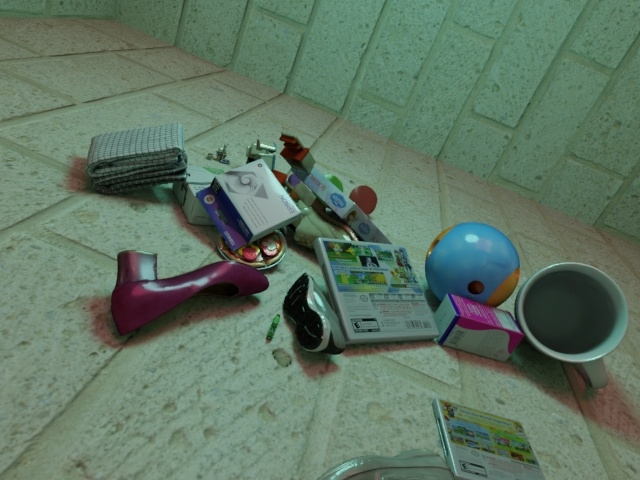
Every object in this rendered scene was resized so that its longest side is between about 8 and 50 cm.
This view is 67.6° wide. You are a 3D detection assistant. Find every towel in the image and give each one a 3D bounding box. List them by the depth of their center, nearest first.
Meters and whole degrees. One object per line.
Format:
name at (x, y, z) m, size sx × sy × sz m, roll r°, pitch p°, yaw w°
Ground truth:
towel at (-0.544, -0.251, 1.447) m, size 0.284 × 0.121 × 0.235 m, roll -12°, pitch 35°, yaw -11°

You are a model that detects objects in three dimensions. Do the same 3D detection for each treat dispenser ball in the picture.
treat dispenser ball at (0.476, 0.086, 1.511) m, size 0.288 × 0.288 × 0.288 m, roll 18°, pitch 27°, yaw -10°

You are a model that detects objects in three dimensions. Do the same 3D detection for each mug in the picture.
mug at (0.751, 0.262, 1.445) m, size 0.374 × 0.276 × 0.328 m, roll 68°, pitch 12°, yaw 15°

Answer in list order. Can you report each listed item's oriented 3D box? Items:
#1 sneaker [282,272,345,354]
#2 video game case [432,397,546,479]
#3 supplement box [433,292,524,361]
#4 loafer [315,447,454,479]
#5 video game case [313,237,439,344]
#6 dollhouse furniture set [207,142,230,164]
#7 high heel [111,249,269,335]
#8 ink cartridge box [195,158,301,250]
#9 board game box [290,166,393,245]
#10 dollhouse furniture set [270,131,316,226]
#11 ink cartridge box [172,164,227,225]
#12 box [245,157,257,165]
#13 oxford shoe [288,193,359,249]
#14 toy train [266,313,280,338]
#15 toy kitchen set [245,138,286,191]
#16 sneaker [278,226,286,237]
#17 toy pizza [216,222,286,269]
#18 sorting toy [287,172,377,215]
sneaker at (-0.015, 0.183, 1.181) m, size 0.108 × 0.100 × 0.271 m, roll 31°, pitch 19°, yaw -32°
video game case at (0.366, 0.453, 1.039) m, size 0.227 × 0.026 × 0.206 m, roll 18°, pitch 27°, yaw -8°
supplement box at (0.449, 0.252, 1.380) m, size 0.220 × 0.111 × 0.114 m, roll 18°, pitch 26°, yaw -11°
loafer at (0.111, 0.425, 0.793) m, size 0.320 × 0.112 × 0.111 m, roll 4°, pitch 24°, yaw -34°
video game case at (0.156, 0.135, 1.318) m, size 0.329 × 0.036 × 0.299 m, roll 5°, pitch 54°, yaw -35°
dollhouse furniture set at (-0.399, -0.369, 1.893) m, size 0.091 × 0.081 × 0.114 m, roll 10°, pitch 29°, yaw -25°
high heel at (-0.275, 0.137, 1.077) m, size 0.377 × 0.127 × 0.181 m, roll 9°, pitch 58°, yaw -34°
ink cartridge box at (-0.206, -0.109, 1.364) m, size 0.224 × 0.045 × 0.223 m, roll -29°, pitch 72°, yaw -25°
board game box at (0.076, -0.114, 1.651) m, size 0.318 × 0.066 × 0.319 m, roll 47°, pitch 5°, yaw 40°
dollhouse furniture set at (-0.140, -0.201, 1.527) m, size 0.262 × 0.259 × 0.135 m, roll 24°, pitch -15°, yaw 38°
ink cartridge box at (-0.353, -0.142, 1.496) m, size 0.160 × 0.092 × 0.219 m, roll 2°, pitch 33°, yaw -34°
box at (-0.264, -0.293, 1.893) m, size 0.062 × 0.052 × 0.083 m, roll 15°, pitch 29°, yaw -16°
oxford shoe at (0.000, 0.000, 1.515) m, size 0.147 × 0.140 × 0.397 m, roll -24°, pitch 48°, yaw -25°
toy train at (-0.110, 0.202, 1.129) m, size 0.017 × 0.023 × 0.083 m, roll 22°, pitch 27°, yaw -2°
toy kitchen set at (-0.207, -0.258, 1.796) m, size 0.122 × 0.207 × 0.166 m, roll 8°, pitch -5°, yaw -27°
sneaker at (-0.179, -0.035, 1.468) m, size 0.170 × 0.063 × 0.075 m, roll 17°, pitch 21°, yaw -22°
toy pizza at (-0.193, 0.000, 1.363) m, size 0.201 × 0.032 × 0.201 m, roll 10°, pitch 45°, yaw -10°
sorting toy at (0.041, -0.191, 1.929) m, size 0.366 × 0.127 × 0.126 m, roll 15°, pitch -2°, yaw -10°
